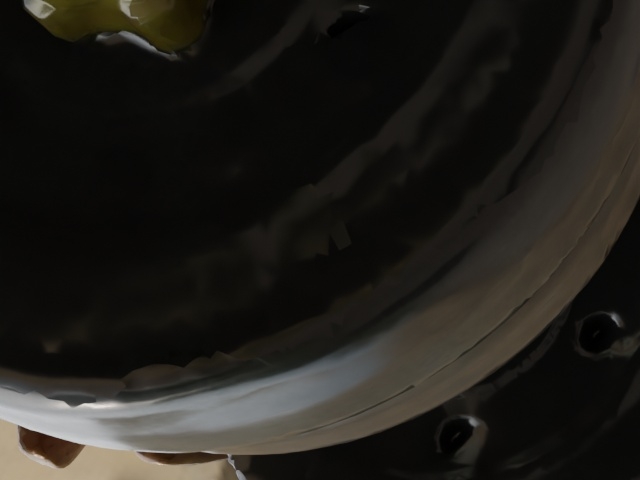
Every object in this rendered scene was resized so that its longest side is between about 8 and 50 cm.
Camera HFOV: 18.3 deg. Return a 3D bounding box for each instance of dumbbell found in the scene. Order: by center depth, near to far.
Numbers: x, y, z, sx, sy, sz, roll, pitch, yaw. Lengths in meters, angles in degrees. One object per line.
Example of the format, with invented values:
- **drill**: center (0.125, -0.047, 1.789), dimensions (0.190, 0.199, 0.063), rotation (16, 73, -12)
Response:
- **dumbbell**: center (0.013, -0.015, 0.480), dimensions (0.388, 0.185, 0.185), rotation (45, -143, -64)

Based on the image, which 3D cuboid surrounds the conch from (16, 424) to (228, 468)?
- **conch**: center (-0.002, -0.009, 0.746), dimensions (0.158, 0.255, 0.127), rotation (84, 171, -53)
